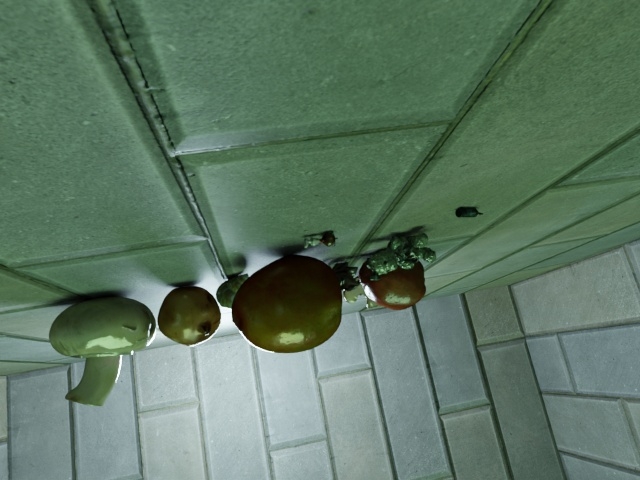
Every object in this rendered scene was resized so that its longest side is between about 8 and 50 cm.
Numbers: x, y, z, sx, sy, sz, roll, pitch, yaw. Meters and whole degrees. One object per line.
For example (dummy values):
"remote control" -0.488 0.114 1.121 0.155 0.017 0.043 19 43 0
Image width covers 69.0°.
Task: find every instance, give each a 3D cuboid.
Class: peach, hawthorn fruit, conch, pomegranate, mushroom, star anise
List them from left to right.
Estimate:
"mushroom" -0.726 0.317 1.513 0.356 0.315 0.315 -45 166 -5
"pomegranate" -0.442 0.251 1.559 0.209 0.209 0.209 -10 166 -3
"conch" -0.296 0.176 1.571 0.116 0.106 0.173 -42 -156 -26
"peach" -0.098 0.190 1.378 0.333 0.307 0.308 -13 166 -14
"star anise" 0.024 0.142 1.607 0.231 0.089 0.209 -14 -166 16
"mushroom" 0.224 0.188 1.945 0.286 0.156 0.151 -10 -175 -6
"hawthorn fruit" 0.230 0.140 1.624 0.262 0.210 0.210 0 163 -15

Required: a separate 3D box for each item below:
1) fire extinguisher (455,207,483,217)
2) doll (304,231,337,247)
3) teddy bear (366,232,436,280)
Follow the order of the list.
"fire extinguisher" 0.405 -0.077 1.276 0.083 0.025 0.038 -2 -159 -30
"doll" 0.000 -0.001 1.241 0.085 0.040 0.058 -3 174 -31
"teddy bear" 0.236 0.036 1.431 0.213 0.111 0.133 -23 122 7
